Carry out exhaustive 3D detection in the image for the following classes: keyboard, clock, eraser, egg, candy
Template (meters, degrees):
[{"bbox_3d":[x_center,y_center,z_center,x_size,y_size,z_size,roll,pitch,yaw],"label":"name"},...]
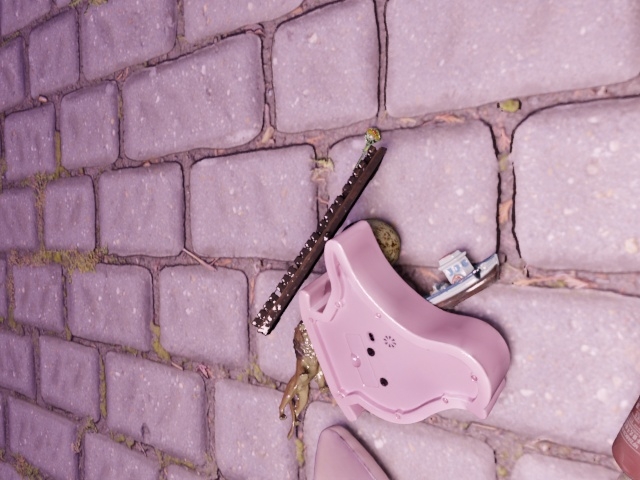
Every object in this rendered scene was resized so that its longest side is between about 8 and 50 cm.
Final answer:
[{"bbox_3d":[0.000,0.000,0.882,0.027,0.106,0.317,33,82,5],"label":"keyboard"},{"bbox_3d":[0.099,0.113,0.836,0.275,0.080,0.290,-11,107,43],"label":"clock"},{"bbox_3d":[0.064,0.409,0.959,0.204,0.059,0.243,-27,78,40],"label":"eraser"},{"bbox_3d":[0.070,0.008,0.918,0.110,0.085,0.085,18,104,45],"label":"egg"},{"bbox_3d":[0.069,-0.143,0.959,0.083,0.025,0.023,-58,13,37],"label":"candy"}]

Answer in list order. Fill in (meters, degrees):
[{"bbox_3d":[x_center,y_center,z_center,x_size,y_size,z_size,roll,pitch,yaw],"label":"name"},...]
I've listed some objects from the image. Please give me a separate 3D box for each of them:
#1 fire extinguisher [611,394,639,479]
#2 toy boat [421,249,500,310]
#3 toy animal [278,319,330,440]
[{"bbox_3d":[0.385,0.185,0.643,0.105,0.105,0.268,32,112,37],"label":"fire extinguisher"},{"bbox_3d":[0.184,0.051,0.833,0.140,0.059,0.066,-34,88,36],"label":"toy boat"},{"bbox_3d":[-0.028,0.245,1.033,0.086,0.069,0.219,29,107,60],"label":"toy animal"}]
